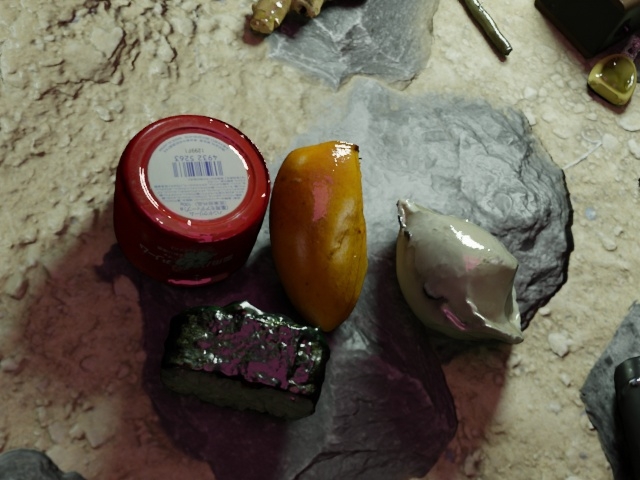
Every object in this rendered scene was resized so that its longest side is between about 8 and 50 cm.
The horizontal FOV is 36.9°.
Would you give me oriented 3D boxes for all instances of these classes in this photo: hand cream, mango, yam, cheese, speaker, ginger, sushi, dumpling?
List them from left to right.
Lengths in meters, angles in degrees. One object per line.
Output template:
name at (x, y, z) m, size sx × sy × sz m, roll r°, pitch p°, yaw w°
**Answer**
hand cream at (-0.187, -0.059, 1.385) m, size 0.230 × 0.149 × 0.230 m, roll 7°, pitch 59°, yaw -11°
sushi at (-0.101, 0.160, 1.305) m, size 0.225 × 0.124 × 0.127 m, roll 12°, pitch 60°, yaw -1°
mango at (0.000, 0.000, 1.392) m, size 0.138 × 0.187 × 0.257 m, roll -2°, pitch 70°, yaw 17°
ginger at (0.003, -0.428, 1.668) m, size 0.288 × 0.075 × 0.089 m, roll -24°, pitch 47°, yaw -19°
dumpling at (0.226, 0.042, 1.442) m, size 0.227 × 0.175 × 0.243 m, roll 10°, pitch 72°, yaw -42°
yam at (0.283, -0.433, 1.764) m, size 0.027 × 0.029 × 0.234 m, roll -28°, pitch 72°, yaw -13°
speaker at (0.551, -0.480, 1.785) m, size 0.231 × 0.153 × 0.192 m, roll -32°, pitch 74°, yaw -26°
cheese at (0.556, -0.321, 1.770) m, size 0.086 × 0.036 × 0.162 m, roll 35°, pitch 61°, yaw 4°

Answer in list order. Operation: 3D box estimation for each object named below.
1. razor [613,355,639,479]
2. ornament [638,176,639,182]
razor at (0.538, 0.325, 1.388) m, size 0.189 × 0.107 × 0.326 m, roll 2°, pitch 63°, yaw -9°
ornament at (0.638, -0.164, 1.686) m, size 0.088 × 0.081 × 0.203 m, roll 31°, pitch 58°, yaw 2°
